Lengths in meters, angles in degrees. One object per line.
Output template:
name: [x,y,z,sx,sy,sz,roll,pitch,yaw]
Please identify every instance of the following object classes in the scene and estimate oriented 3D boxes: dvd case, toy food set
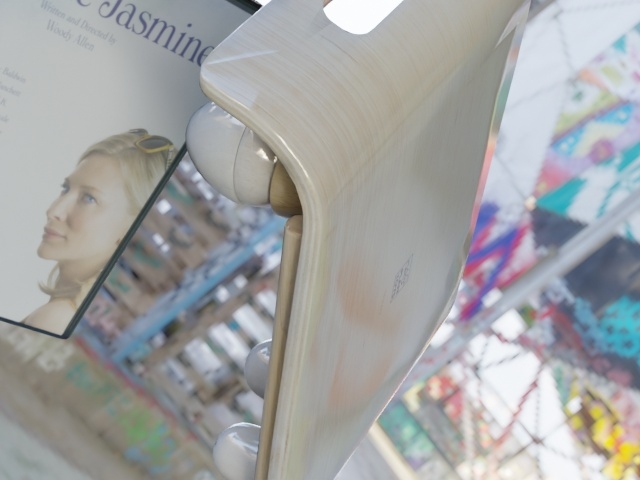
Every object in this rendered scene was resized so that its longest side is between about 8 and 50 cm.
dvd case: [-0.159,-0.066,0.855,0.180,0.253,0.022,23,15,-42]
toy food set: [0.000,0.000,0.701,0.092,0.220,0.306,24,-47,17]
